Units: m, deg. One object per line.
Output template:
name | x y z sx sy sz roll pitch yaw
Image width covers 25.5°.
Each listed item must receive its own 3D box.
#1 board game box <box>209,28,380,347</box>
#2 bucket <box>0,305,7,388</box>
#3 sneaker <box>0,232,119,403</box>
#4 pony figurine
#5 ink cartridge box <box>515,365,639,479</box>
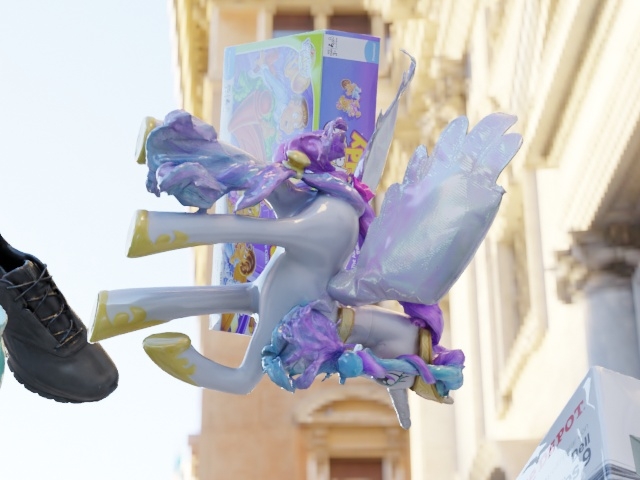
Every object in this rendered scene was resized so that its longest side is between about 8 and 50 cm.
board game box | -0.034 -0.059 1.647 0.078 0.347 0.233 3 -1 -32
bucket | -0.385 0.104 1.098 0.281 0.183 0.281 22 5 -2
sneaker | -0.369 0.094 1.810 0.286 0.109 0.130 40 -44 6
pony figurine | 0.000 0.000 1.310 0.363 0.303 0.351 12 -72 -16
ink cartridge box | 0.221 0.272 1.068 0.121 0.289 0.211 19 -55 -9
